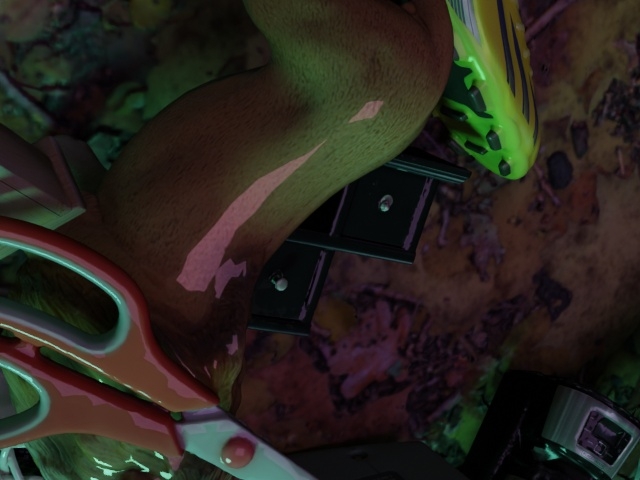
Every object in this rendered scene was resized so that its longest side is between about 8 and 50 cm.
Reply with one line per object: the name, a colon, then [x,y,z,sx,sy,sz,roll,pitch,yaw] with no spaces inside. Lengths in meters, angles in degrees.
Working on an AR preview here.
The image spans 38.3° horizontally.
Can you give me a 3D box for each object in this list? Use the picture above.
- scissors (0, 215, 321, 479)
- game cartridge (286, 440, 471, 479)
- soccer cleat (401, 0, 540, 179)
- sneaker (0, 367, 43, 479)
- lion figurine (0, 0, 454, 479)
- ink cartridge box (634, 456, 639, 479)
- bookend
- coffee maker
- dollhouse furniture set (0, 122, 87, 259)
scissors: [-0.048,0.080,0.420,0.297,0.021,0.109,22,99,-17]
game cartridge: [-0.017,0.218,0.637,0.294,0.196,0.060,-7,111,-25]
soccer cleat: [0.103,-0.168,0.620,0.121,0.093,0.289,-40,122,-17]
sneaker: [-0.200,0.114,0.567,0.258,0.091,0.094,-17,115,-21]
lion figurine: [-0.046,-0.037,0.483,0.392,0.240,0.142,-50,156,12]
ink cartridge box: [0.367,0.200,0.858,0.165,0.065,0.332,-40,149,-9]
bookend: [0.000,0.000,0.639,0.156,0.072,0.157,12,103,-30]
coffee maker: [0.161,0.202,0.766,0.120,0.171,0.178,43,70,-35]
dollhouse furniture set: [-0.224,-0.108,0.400,0.212,0.242,0.161,-29,162,3]
